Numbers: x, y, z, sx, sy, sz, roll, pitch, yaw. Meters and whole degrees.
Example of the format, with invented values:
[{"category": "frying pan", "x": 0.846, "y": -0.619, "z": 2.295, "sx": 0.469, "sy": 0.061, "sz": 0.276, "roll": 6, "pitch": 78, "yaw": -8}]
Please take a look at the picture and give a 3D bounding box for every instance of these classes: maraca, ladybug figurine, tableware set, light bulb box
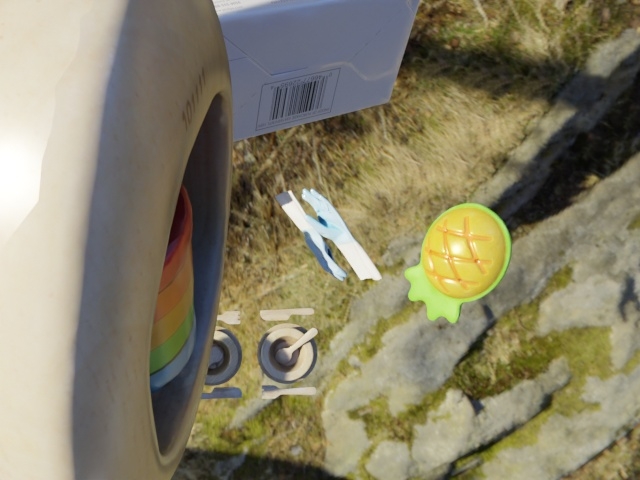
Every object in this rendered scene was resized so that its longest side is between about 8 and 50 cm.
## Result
[{"category": "maraca", "x": 0.192, "y": 0.032, "z": 1.081, "sx": 0.099, "sy": 0.127, "sz": 0.185, "roll": -6, "pitch": 137, "yaw": -51}, {"category": "ladybug figurine", "x": -0.156, "y": 0.021, "z": 0.488, "sx": 0.162, "sy": 0.305, "sz": 0.449, "roll": 10, "pitch": 139, "yaw": 0}, {"category": "tableware set", "x": -0.100, "y": 0.164, "z": 1.088, "sx": 0.194, "sy": 0.039, "sz": 0.128, "roll": -2, "pitch": 87, "yaw": -5}, {"category": "light bulb box", "x": -0.104, "y": -0.371, "z": 1.181, "sx": 0.358, "sy": 0.361, "sz": 0.225, "roll": -18, "pitch": 146, "yaw": -27}]

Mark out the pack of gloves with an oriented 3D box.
[{"category": "pack of gloves", "x": 0.000, "y": 0.000, "z": 1.557, "sx": 0.046, "sy": 0.195, "sz": 0.232, "roll": -41, "pitch": 104, "yaw": -25}]
